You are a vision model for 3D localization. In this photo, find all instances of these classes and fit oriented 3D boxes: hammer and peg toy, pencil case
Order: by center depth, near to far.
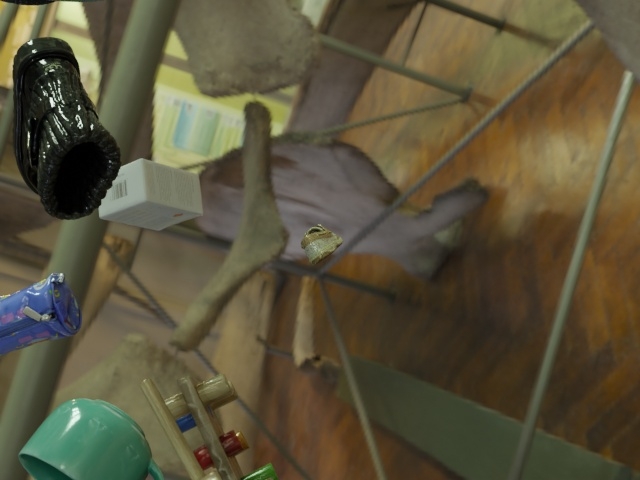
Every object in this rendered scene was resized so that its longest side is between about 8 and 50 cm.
[{"bbox_3d":[-0.165,0.332,1.603,0.266,0.127,0.361,64,173,11],"label":"hammer and peg toy"},{"bbox_3d":[-0.582,0.155,1.772,0.133,0.306,0.119,-110,2,-80],"label":"pencil case"}]

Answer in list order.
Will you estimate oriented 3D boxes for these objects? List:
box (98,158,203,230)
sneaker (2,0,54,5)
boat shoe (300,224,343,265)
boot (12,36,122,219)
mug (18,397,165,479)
[{"bbox_3d":[-0.340,-0.089,1.985,0.130,0.170,0.091,-17,73,30],"label":"box"},{"bbox_3d":[-0.354,-0.360,1.332,0.082,0.209,0.069,-135,36,-61],"label":"sneaker"},{"bbox_3d":[0.000,0.000,1.423,0.050,0.045,0.135,-35,2,7],"label":"boat shoe"},{"bbox_3d":[-0.402,-0.118,1.572,0.348,0.131,0.260,95,150,-51],"label":"boot"},{"bbox_3d":[-0.244,0.247,1.108,0.129,0.158,0.097,-19,31,53],"label":"mug"}]
